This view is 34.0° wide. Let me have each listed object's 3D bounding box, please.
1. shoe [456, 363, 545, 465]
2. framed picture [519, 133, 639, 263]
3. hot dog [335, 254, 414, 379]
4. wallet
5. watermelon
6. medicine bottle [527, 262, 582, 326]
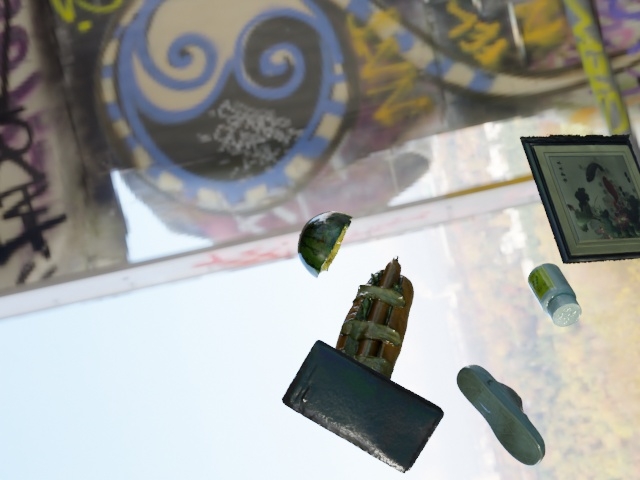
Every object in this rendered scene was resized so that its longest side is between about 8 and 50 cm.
[{"bbox_3d":[0.309,0.275,1.724,0.195,0.078,0.079,47,140,18],"label":"shoe"},{"bbox_3d":[0.380,-0.061,1.437,0.010,0.199,0.195,130,131,-55],"label":"framed picture"},{"bbox_3d":[0.092,0.146,1.773,0.072,0.109,0.269,88,-161,-60],"label":"hot dog"},{"bbox_3d":[0.069,0.268,1.690,0.124,0.244,0.025,-59,5,3],"label":"wallet"},{"bbox_3d":[0.000,0.000,1.505,0.105,0.062,0.105,-62,3,5],"label":"watermelon"},{"bbox_3d":[0.303,0.070,1.356,0.083,0.047,0.047,-108,2,-52],"label":"medicine bottle"}]
